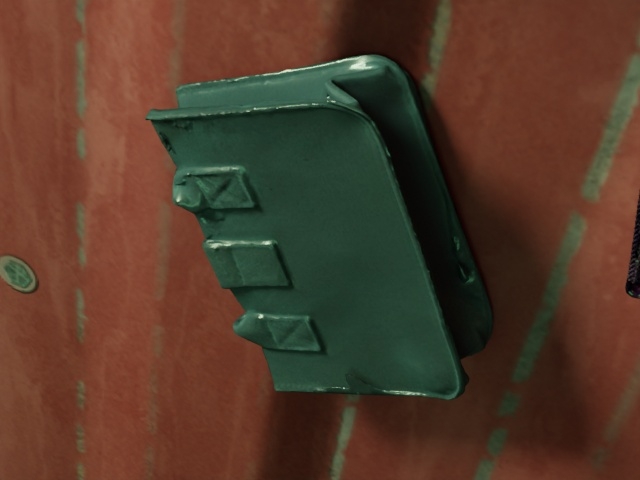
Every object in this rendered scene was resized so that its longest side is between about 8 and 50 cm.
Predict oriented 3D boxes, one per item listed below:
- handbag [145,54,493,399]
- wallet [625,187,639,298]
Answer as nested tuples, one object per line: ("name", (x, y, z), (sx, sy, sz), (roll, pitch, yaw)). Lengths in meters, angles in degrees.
("handbag", (0.000, 0.000, 0.746), (0.179, 0.062, 0.229), (-2, 125, 33))
("wallet", (0.223, -0.026, 0.622), (0.111, 0.030, 0.166), (12, 130, 20))
